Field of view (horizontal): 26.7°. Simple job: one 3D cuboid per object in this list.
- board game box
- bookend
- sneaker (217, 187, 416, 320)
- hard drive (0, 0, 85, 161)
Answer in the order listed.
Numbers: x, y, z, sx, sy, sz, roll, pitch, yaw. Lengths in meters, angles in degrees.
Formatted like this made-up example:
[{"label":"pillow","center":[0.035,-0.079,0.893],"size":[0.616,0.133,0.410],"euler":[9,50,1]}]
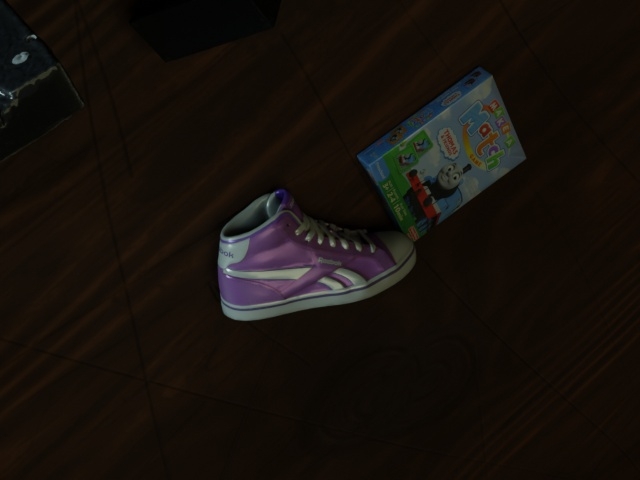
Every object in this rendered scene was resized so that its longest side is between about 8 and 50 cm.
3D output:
[{"label":"board game box","center":[0.170,-0.115,1.854],"size":[0.211,0.039,0.160],"euler":[-37,129,-8]},{"label":"bookend","center":[-0.120,-0.300,1.537],"size":[0.157,0.156,0.072],"euler":[-13,139,31]},{"label":"sneaker","center":[0.000,0.000,1.780],"size":[0.282,0.102,0.161],"euler":[-15,120,-22]},{"label":"hard drive","center":[-0.390,-0.151,1.301],"size":[0.237,0.339,0.064],"euler":[-34,131,-11]}]
